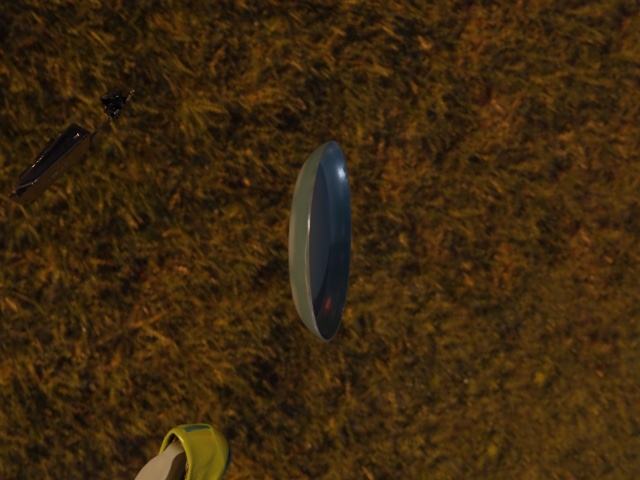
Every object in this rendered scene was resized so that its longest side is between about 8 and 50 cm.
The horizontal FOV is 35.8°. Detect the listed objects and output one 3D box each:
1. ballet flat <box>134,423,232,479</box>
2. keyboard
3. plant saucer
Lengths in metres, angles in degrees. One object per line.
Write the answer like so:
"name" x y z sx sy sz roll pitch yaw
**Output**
"ballet flat" -0.164 0.274 0.930 0.077 0.077 0.231 28 89 -54
"keyboard" -0.328 -0.123 1.300 0.201 0.317 0.033 -44 101 -10
"plant saucer" 0.000 0.000 1.570 0.044 0.317 0.317 2 131 13
